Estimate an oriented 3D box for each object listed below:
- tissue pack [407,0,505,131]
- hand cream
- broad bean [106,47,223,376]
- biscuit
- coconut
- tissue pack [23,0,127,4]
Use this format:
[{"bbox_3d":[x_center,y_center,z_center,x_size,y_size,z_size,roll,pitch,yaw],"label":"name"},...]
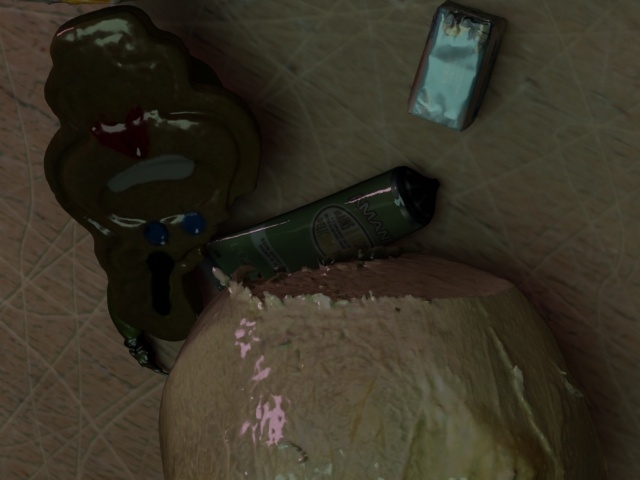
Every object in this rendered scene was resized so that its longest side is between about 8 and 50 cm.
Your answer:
[{"bbox_3d":[0.110,-0.143,1.154,0.059,0.074,0.094,19,106,8],"label":"tissue pack"},{"bbox_3d":[0.000,0.000,1.237,0.235,0.055,0.086,-24,112,25],"label":"hand cream"},{"bbox_3d":[-0.140,-0.022,1.288,0.098,0.056,0.318,7,113,-2],"label":"broad bean"},{"bbox_3d":[-0.144,-0.046,1.203,0.183,0.047,0.319,9,125,4],"label":"biscuit"},{"bbox_3d":[0.050,0.190,1.086,0.346,0.346,0.360,-39,49,23],"label":"coconut"},{"bbox_3d":[-0.179,-0.311,1.164,0.124,0.185,0.225,4,102,20],"label":"tissue pack"}]
